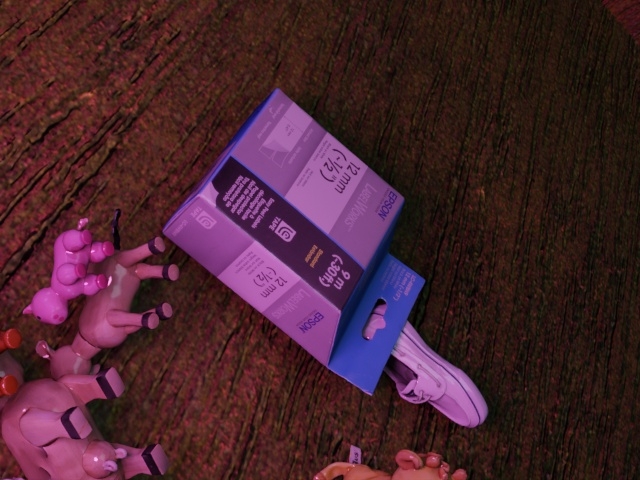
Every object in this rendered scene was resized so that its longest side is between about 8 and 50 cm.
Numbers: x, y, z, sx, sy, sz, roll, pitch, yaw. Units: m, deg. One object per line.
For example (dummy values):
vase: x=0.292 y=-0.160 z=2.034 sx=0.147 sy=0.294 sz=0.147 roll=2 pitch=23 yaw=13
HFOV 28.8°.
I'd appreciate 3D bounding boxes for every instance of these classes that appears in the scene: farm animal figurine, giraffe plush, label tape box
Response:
farm animal figurine: x=-0.280 y=0.157 z=1.294 sx=0.330 sy=0.172 sz=0.327 roll=-23 pitch=98 yaw=-56
giraffe plush: x=0.109 y=0.339 z=1.561 sx=0.181 sy=0.170 sz=0.210 roll=7 pitch=64 yaw=-42
label tape box: x=0.000 y=0.000 z=1.645 sx=0.348 sy=0.115 sz=0.249 roll=39 pitch=45 yaw=-8

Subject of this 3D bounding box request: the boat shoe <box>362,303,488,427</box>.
boat shoe: x=0.135 y=0.193 z=1.749 sx=0.226 sy=0.083 sz=0.076 roll=44 pitch=54 yaw=-2
